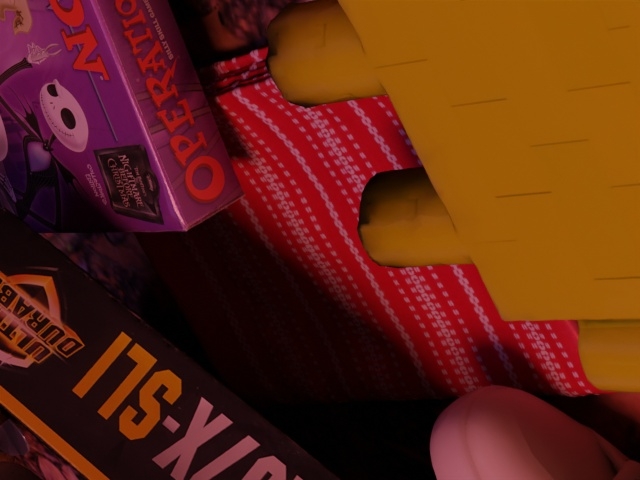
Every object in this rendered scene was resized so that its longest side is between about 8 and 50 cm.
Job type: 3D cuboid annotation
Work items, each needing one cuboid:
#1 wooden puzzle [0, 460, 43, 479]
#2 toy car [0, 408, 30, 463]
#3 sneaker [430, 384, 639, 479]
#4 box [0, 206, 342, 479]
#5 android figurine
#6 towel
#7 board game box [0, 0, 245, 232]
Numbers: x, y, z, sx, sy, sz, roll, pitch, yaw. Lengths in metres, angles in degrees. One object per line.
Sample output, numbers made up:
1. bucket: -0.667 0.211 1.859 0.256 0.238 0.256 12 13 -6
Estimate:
1. wooden puzzle: -0.005 0.250 0.786 0.322 0.080 0.348 45 175 -30
2. toy car: -0.277 0.167 1.161 0.155 0.149 0.188 35 133 -1
3. sneaker: 0.181 0.149 0.675 0.290 0.106 0.123 43 127 6
4. box: -0.035 0.136 0.810 0.322 0.079 0.257 38 170 16
5. android figurine: 0.109 -0.045 0.558 0.273 0.056 0.248 -1 128 42
6. towel: 0.000 0.000 0.773 0.275 0.031 0.199 -9 117 51
7. board game box: -0.174 -0.165 0.763 0.208 0.056 0.347 -4 114 45
